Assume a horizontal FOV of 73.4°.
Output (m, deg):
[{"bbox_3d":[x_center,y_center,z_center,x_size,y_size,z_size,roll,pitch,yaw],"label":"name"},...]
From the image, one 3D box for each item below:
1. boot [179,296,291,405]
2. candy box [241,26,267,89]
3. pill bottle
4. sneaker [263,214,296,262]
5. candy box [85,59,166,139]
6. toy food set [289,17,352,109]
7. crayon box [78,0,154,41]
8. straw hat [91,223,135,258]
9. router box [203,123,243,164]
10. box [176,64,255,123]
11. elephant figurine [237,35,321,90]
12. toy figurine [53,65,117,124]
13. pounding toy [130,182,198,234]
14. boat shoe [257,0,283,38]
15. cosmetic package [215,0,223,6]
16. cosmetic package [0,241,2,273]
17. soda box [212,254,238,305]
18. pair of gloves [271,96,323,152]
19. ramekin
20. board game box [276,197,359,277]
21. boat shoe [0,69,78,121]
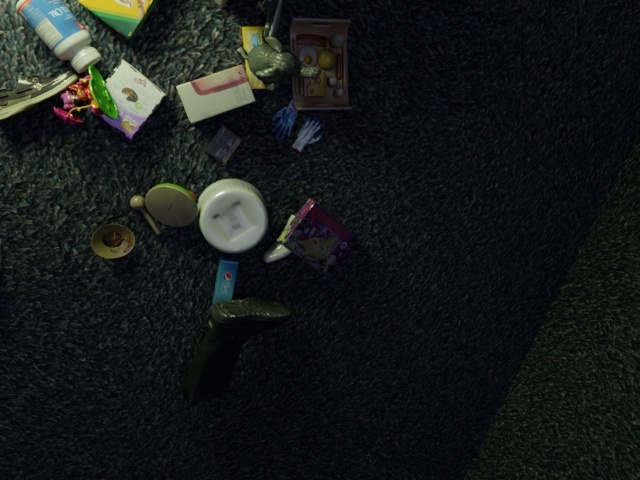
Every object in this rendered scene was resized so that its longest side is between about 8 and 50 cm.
[{"bbox_3d":[-0.348,0.457,1.778,0.366,0.146,0.446,7,113,-39],"label":"boot"},{"bbox_3d":[-0.217,-0.647,1.527,0.105,0.027,0.206,-8,110,-14],"label":"candy box"},{"bbox_3d":[-0.786,-0.633,1.307,0.124,0.124,0.222,-39,115,-2],"label":"pill bottle"},{"bbox_3d":[-0.126,-0.029,1.724,0.290,0.106,0.123,-36,112,-15],"label":"sneaker"},{"bbox_3d":[-0.643,-0.468,1.434,0.164,0.070,0.196,39,94,-24],"label":"candy box"},{"bbox_3d":[0.010,-0.634,1.557,0.219,0.092,0.307,-7,106,-16],"label":"toy food set"},{"bbox_3d":[-0.594,-0.795,1.335,0.165,0.081,0.279,32,96,-24],"label":"crayon box"},{"bbox_3d":[-0.755,-0.007,1.557,0.144,0.061,0.145,-16,122,-27],"label":"straw hat"},{"bbox_3d":[-0.356,-0.353,1.576,0.092,0.038,0.122,35,95,-23],"label":"router box"},{"bbox_3d":[-0.357,-0.499,1.467,0.232,0.148,0.127,-22,112,-9],"label":"box"},{"bbox_3d":[-0.138,-0.593,1.424,0.185,0.239,0.170,-27,115,-12],"label":"elephant figurine"},{"bbox_3d":[-0.747,-0.433,1.330,0.159,0.130,0.173,-19,88,3],"label":"toy figurine"},{"bbox_3d":[-0.549,-0.144,1.568,0.236,0.110,0.183,-19,128,21],"label":"pounding toy"},{"bbox_3d":[-0.165,-0.807,1.450,0.078,0.095,0.255,12,96,-7],"label":"boat shoe"},{"bbox_3d":[-0.272,-0.942,1.214,0.329,0.394,0.327,-43,114,1],"label":"cosmetic package"},{"bbox_3d":[-1.208,0.064,1.421,0.237,0.107,0.127,2,104,-14],"label":"cosmetic package"},{"bbox_3d":[-0.383,0.169,1.723,0.071,0.067,0.210,8,106,-19],"label":"soda box"},{"bbox_3d":[-0.084,-0.435,1.641,0.198,0.023,0.159,33,96,-23],"label":"pair of gloves"},{"bbox_3d":[-0.328,-0.085,1.620,0.276,0.135,0.278,-5,109,-16],"label":"ramekin"},{"bbox_3d":[0.000,0.000,1.718,0.208,0.056,0.346,-55,137,-2],"label":"board game box"},{"bbox_3d":[-0.904,-0.469,1.339,0.285,0.103,0.092,-28,118,0],"label":"boat shoe"}]
